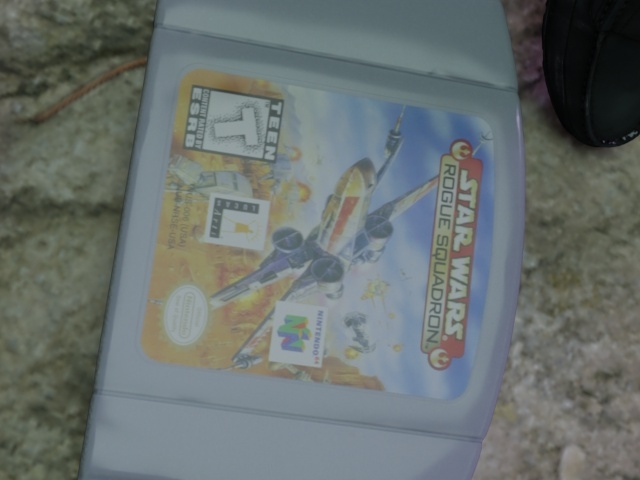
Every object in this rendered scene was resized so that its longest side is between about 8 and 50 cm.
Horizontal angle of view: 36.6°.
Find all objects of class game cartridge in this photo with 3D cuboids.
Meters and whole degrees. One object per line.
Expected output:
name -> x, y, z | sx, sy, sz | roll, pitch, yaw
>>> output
game cartridge -> 0.000, 0.000, 0.482 | 0.198, 0.062, 0.297 | 8, 81, -4

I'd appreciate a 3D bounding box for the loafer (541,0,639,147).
loafer -> 0.156, -0.127, 0.447 | 0.076, 0.223, 0.078 | -21, 48, -19
